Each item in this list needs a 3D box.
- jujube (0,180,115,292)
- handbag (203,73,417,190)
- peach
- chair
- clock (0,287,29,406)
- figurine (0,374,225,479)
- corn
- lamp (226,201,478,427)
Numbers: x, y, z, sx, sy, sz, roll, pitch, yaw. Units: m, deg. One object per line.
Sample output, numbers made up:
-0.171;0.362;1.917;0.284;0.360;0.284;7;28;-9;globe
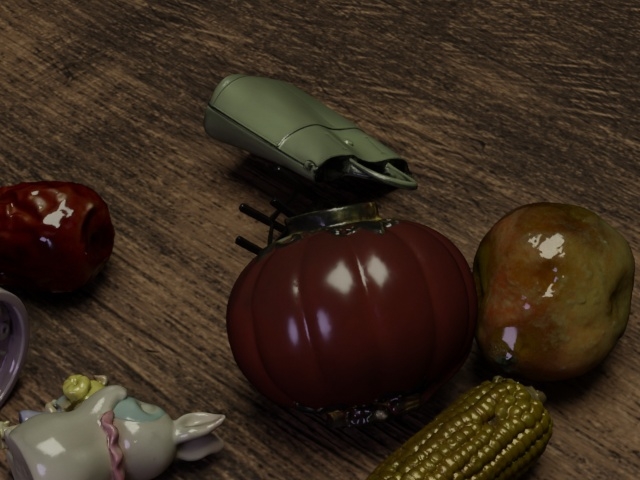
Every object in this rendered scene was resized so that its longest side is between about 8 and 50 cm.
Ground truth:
-0.392;-0.008;2.053;0.230;0.155;0.155;6;42;11;jujube
0.001;-0.121;2.168;0.315;0.109;0.241;35;20;29;handbag
0.276;0.069;1.897;0.214;0.214;0.235;14;50;17;peach
0.000;0.000;2.095;0.212;0.101;0.084;30;37;-21;chair
-0.437;0.139;1.846;0.068;0.197;0.197;24;47;25;clock
-0.241;0.229;1.802;0.235;0.127;0.155;-19;34;-26;figurine
0.144;0.259;1.750;0.322;0.119;0.119;-32;49;-27;corn
0.037;0.087;1.837;0.303;0.257;0.303;-12;1;0;lamp
